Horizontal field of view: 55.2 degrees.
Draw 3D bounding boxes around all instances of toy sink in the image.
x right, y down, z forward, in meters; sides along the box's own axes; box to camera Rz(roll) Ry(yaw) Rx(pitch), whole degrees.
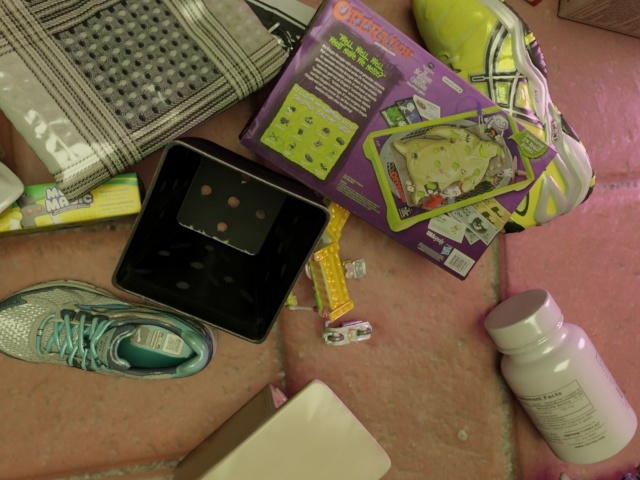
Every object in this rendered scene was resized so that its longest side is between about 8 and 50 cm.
[{"bbox_3d":[-0.053,0.289,0.793,0.234,0.131,0.152,-41,99,-4],"label":"toy sink"}]

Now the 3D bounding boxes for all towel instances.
[{"bbox_3d":[-0.237,-0.254,0.673,0.312,0.056,0.324,-36,91,-18],"label":"towel"}]

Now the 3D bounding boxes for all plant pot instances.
[{"bbox_3d":[-0.114,-0.021,0.742,0.188,0.167,0.187,24,109,-12],"label":"plant pot"}]

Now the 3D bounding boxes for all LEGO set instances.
[{"bbox_3d":[0.000,0.000,0.838,0.132,0.107,0.286,6,83,-47],"label":"LEGO set"}]

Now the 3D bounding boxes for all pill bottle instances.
[{"bbox_3d":[0.336,0.190,0.877,0.131,0.131,0.229,-35,97,-10],"label":"pill bottle"}]

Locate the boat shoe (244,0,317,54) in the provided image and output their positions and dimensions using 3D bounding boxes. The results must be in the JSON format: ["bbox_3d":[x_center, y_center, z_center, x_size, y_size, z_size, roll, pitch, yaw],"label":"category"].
[{"bbox_3d":[-0.067,-0.263,0.797,0.306,0.113,0.104,29,91,-8],"label":"boat shoe"}]

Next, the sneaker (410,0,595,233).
[{"bbox_3d":[0.231,-0.182,0.846,0.147,0.145,0.384,-35,96,-10],"label":"sneaker"}]

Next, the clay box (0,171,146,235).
[{"bbox_3d":[-0.325,-0.038,0.732,0.222,0.127,0.053,-8,91,-13],"label":"clay box"}]

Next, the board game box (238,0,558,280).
[{"bbox_3d":[0.100,-0.118,0.750,0.347,0.056,0.208,31,104,-19],"label":"board game box"}]

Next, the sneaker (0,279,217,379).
[{"bbox_3d":[-0.266,0.112,0.748,0.283,0.122,0.110,7,89,-12],"label":"sneaker"}]

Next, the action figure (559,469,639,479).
[{"bbox_3d":[0.427,0.471,0.881,0.342,0.178,0.330,-25,105,-9],"label":"action figure"}]

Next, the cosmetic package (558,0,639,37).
[{"bbox_3d":[0.531,-0.380,0.907,0.296,0.153,0.129,10,89,-14],"label":"cosmetic package"}]

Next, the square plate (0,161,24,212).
[{"bbox_3d":[-0.551,-0.043,0.629,0.344,0.049,0.347,38,72,16],"label":"square plate"}]

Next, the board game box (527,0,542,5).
[{"bbox_3d":[0.332,-0.515,0.925,0.145,0.027,0.281,28,85,-12],"label":"board game box"}]
